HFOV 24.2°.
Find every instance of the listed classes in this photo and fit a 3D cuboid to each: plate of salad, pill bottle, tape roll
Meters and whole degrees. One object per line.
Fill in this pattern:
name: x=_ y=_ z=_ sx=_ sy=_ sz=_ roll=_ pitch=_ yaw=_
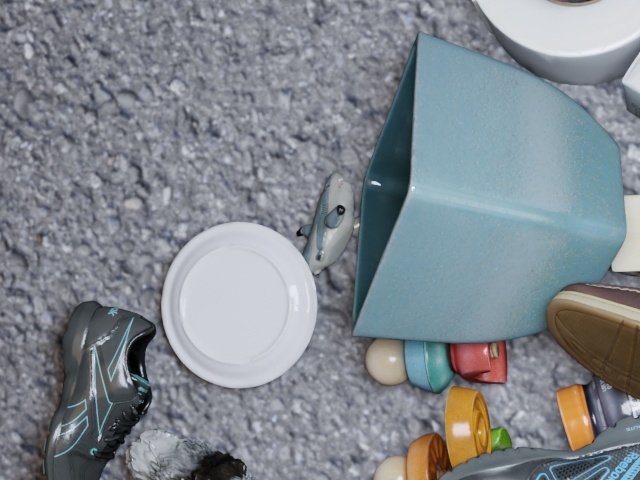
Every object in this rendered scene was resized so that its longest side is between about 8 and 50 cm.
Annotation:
plate of salad: x=-0.096 y=0.078 z=1.800 sx=0.200 sy=0.048 sz=0.199 roll=-1 pitch=87 yaw=17
pill bottle: x=0.387 y=0.173 z=1.639 sx=0.246 sy=0.130 sz=0.130 roll=-17 pitch=82 yaw=11
tape roll: x=0.293 y=-0.309 z=1.683 sx=0.246 sy=0.169 sz=0.246 roll=-1 pitch=85 yaw=14

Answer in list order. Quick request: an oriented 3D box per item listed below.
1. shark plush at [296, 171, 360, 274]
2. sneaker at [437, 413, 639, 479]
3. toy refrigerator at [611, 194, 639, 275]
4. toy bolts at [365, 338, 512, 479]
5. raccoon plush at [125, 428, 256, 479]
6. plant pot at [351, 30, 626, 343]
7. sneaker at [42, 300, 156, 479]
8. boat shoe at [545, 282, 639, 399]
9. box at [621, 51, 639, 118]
shark plush: x=0.000 y=0.000 z=1.799 sx=0.067 sy=0.073 sz=0.161 roll=40 pitch=116 yaw=32
sneaker: x=0.240 y=0.282 z=1.517 sx=0.341 sy=0.125 sz=0.139 roll=-21 pitch=36 yaw=2
toy refrigerator: x=0.461 y=-0.004 z=1.626 sx=0.269 sy=0.102 sz=0.094 roll=-2 pitch=85 yaw=24
toy bolts: x=0.118 y=0.190 z=1.677 sx=0.158 sy=0.218 sz=0.228 roll=-7 pitch=65 yaw=18
raccoon plush: x=-0.089 y=0.388 z=1.643 sx=0.446 sy=0.299 sz=0.216 roll=24 pitch=91 yaw=14
plant pot: x=0.189 y=-0.035 z=1.618 sx=0.252 sy=0.248 sz=0.247 roll=12 pitch=47 yaw=-6
sneaker: x=-0.266 y=0.209 z=1.803 sx=0.106 sy=0.101 sz=0.267 roll=7 pitch=87 yaw=11
boat shoe: x=0.406 y=0.101 z=1.532 sx=0.342 sy=0.123 sz=0.123 roll=16 pitch=52 yaw=19
box: x=0.430 y=-0.200 z=1.634 sx=0.119 sy=0.181 sz=0.182 roll=36 pitch=94 yaw=14
